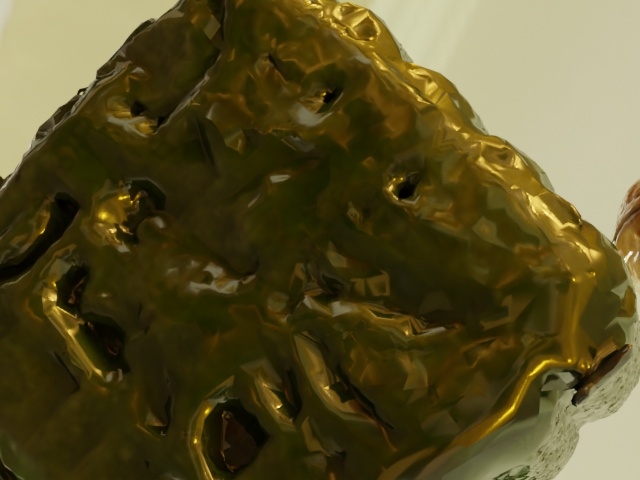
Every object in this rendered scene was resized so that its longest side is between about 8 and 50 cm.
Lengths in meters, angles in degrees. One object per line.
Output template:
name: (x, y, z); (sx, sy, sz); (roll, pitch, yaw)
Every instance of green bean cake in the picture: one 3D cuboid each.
green bean cake: (-0.020, 0.040, 0.793); (0.250, 0.156, 0.247); (-44, -109, 0)

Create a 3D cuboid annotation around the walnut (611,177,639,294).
walnut: (0.331, -0.009, 1.625); (0.180, 0.144, 0.144); (-40, -130, 40)
